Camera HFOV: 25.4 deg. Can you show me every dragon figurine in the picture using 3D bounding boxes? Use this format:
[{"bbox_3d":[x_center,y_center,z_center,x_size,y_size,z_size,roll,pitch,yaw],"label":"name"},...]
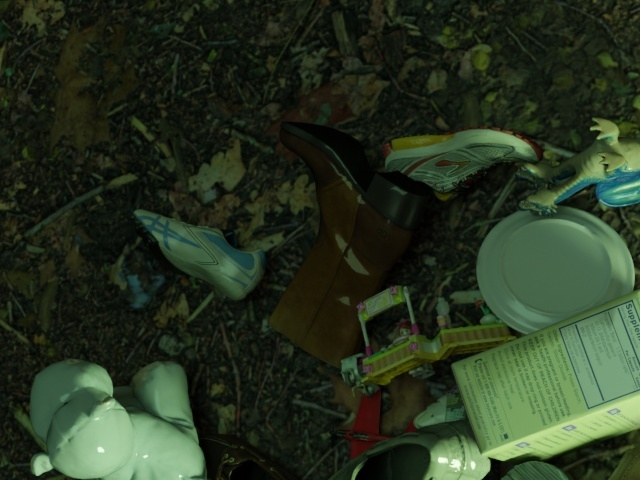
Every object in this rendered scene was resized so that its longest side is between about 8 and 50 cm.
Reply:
[{"bbox_3d":[0.389,-0.097,1.806,0.289,0.144,0.085,-9,72,-13],"label":"dragon figurine"}]

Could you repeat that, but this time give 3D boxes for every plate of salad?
[{"bbox_3d":[0.299,0.044,1.814,0.200,0.048,0.200,-2,59,3],"label":"plate of salad"}]

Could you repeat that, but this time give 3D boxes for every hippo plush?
[{"bbox_3d":[-0.290,0.286,1.894,0.234,0.236,0.294,-49,48,18],"label":"hippo plush"}]

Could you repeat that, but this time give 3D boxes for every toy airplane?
[{"bbox_3d":[0.079,0.266,1.889,0.151,0.028,0.151,-6,74,22],"label":"toy airplane"}]

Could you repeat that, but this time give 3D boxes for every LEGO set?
[{"bbox_3d":[0.150,0.109,1.836,0.287,0.132,0.107,-19,67,16],"label":"LEGO set"}]

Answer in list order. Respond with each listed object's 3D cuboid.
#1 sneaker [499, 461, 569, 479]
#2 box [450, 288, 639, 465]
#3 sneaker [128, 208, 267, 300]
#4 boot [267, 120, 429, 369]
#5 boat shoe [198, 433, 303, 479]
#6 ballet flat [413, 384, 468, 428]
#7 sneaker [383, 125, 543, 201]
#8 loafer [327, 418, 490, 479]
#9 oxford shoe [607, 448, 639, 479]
[{"bbox_3d":[0.187,0.397,1.755,0.319,0.131,0.112,-40,73,7],"label":"sneaker"},{"bbox_3d":[0.312,0.173,1.709,0.243,0.213,0.117,-23,69,17],"label":"box"},{"bbox_3d":[-0.176,0.009,2.036,0.237,0.085,0.086,26,63,29],"label":"sneaker"},{"bbox_3d":[0.000,0.000,1.954,0.264,0.096,0.280,33,112,24],"label":"boot"},{"bbox_3d":[-0.104,0.315,1.931,0.207,0.073,0.073,19,89,27],"label":"boat shoe"},{"bbox_3d":[0.151,0.270,1.828,0.079,0.077,0.221,14,86,3],"label":"ballet flat"},{"bbox_3d":[0.192,-0.098,1.903,0.225,0.088,0.092,-7,79,31],"label":"sneaker"},{"bbox_3d":[0.072,0.304,1.773,0.319,0.111,0.112,-39,60,41],"label":"loafer"},{"bbox_3d":[0.334,0.377,1.732,0.271,0.097,0.098,-50,47,-1],"label":"oxford shoe"}]
